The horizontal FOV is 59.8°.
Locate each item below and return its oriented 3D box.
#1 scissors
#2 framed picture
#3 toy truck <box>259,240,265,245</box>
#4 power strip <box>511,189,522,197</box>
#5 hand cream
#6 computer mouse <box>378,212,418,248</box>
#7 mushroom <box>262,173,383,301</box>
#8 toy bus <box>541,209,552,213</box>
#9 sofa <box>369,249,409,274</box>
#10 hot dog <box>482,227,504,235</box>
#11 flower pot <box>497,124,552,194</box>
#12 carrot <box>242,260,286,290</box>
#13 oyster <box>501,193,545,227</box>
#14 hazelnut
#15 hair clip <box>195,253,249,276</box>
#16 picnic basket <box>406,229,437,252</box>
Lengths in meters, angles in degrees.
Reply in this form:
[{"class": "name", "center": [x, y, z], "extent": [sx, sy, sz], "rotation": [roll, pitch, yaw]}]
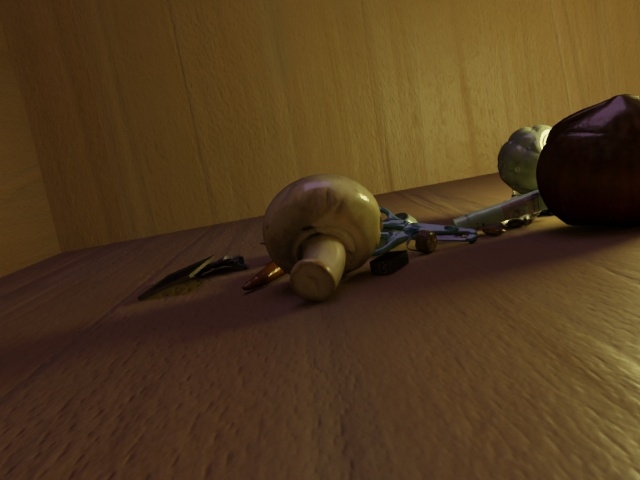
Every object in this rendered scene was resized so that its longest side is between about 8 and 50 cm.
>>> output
[{"class": "scissors", "center": [0.270, -0.023, 1.673], "extent": [0.393, 0.180, 0.032], "rotation": [4, -31, 23]}, {"class": "framed picture", "center": [-0.448, 0.114, 1.757], "extent": [0.184, 0.016, 0.250], "rotation": [-24, 9, 10]}, {"class": "toy truck", "center": [-0.057, -0.002, 1.891], "extent": [0.286, 0.111, 0.136], "rotation": [-18, 1, -30]}, {"class": "power strip", "center": [0.829, -0.170, 2.088], "extent": [0.145, 0.061, 0.215], "rotation": [-12, 10, -5]}, {"class": "hand cream", "center": [0.569, -0.094, 1.703], "extent": [0.331, 0.085, 0.058], "rotation": [-19, 32, 3]}, {"class": "computer mouse", "center": [0.207, -0.013, 1.785], "extent": [0.231, 0.079, 0.128], "rotation": [-24, 17, 3]}, {"class": "mushroom", "center": [-0.017, -0.022, 1.419], "extent": [0.315, 0.315, 0.356], "rotation": [-3, 12, 41]}, {"class": "toy bus", "center": [0.826, -0.139, 1.834], "extent": [0.262, 0.091, 0.109], "rotation": [-7, -1, 14]}, {"class": "sofa", "center": [0.183, 0.058, 1.473], "extent": [0.060, 0.039, 0.118], "rotation": [-3, 11, 34]}, {"class": "hot dog", "center": [0.520, -0.026, 1.672], "extent": [0.037, 0.021, 0.083], "rotation": [-2, 5, -17]}, {"class": "flower pot", "center": [0.744, -0.277, 1.920], "extent": [0.246, 0.246, 0.195], "rotation": [-15, -13, -27]}, {"class": "carrot", "center": [-0.128, 0.079, 1.627], "extent": [0.069, 0.069, 0.336], "rotation": [-6, 13, 28]}, {"class": "oyster", "center": [0.659, -0.089, 1.770], "extent": [0.191, 0.081, 0.163], "rotation": [-9, 35, 28]}, {"class": "hazelnut", "center": [0.797, -0.211, 1.507], "extent": [0.410, 0.359, 0.359], "rotation": [-3, 9, 1]}, {"class": "hair clip", "center": [-0.324, 0.078, 1.889], "extent": [0.187, 0.056, 0.146], "rotation": [-9, 2, 30]}, {"class": "picnic basket", "center": [0.287, 0.002, 1.602], "extent": [0.083, 0.072, 0.072], "rotation": [5, 17, 42]}]
